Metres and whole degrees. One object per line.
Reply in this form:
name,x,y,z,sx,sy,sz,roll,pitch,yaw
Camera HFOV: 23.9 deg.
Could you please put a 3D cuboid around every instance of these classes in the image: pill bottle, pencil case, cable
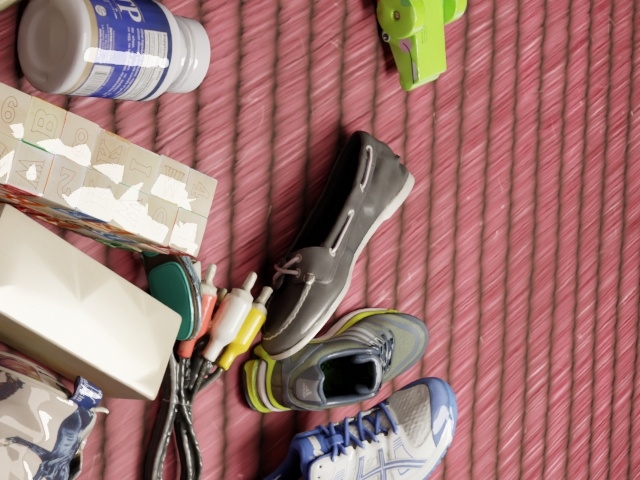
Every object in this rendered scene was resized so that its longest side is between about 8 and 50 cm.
pill bottle,-0.212,-0.203,1.586,0.187,0.112,0.112,0,95,-48
pencil case,-0.347,0.313,1.466,0.183,0.160,0.410,25,75,-25
cable,-0.149,0.163,1.727,0.139,0.072,0.287,24,77,-40

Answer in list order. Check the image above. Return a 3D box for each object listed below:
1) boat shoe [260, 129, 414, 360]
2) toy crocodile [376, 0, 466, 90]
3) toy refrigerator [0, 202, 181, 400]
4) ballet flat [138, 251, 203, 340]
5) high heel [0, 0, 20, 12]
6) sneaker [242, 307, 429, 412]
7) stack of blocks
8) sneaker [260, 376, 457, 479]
boat shoe,0.000,0.000,1.854,0.095,0.112,0.335,48,54,-19
toy crocodile,0.106,-0.360,1.929,0.115,0.105,0.340,-32,122,-41
toy refrigerator,-0.276,0.068,1.567,0.269,0.094,0.102,37,61,-44
ballet flat,-0.165,0.017,1.677,0.070,0.070,0.188,-26,99,-42
high heel,-0.328,-0.333,1.493,0.261,0.093,0.186,-40,101,-22
sneaker,0.045,0.160,1.899,0.300,0.121,0.111,-18,108,-45
stack of blocks,-0.269,-0.069,1.497,0.297,0.171,0.087,24,77,-47
sneaker,0.035,0.265,1.829,0.296,0.112,0.131,-44,131,6
